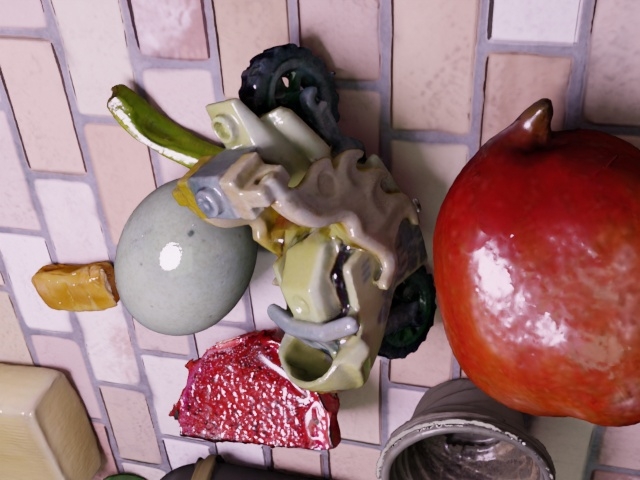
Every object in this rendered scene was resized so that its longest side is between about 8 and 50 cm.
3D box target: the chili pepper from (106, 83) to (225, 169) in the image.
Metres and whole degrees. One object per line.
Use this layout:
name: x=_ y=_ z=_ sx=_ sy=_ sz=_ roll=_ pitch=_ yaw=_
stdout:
chili pepper: x=-0.167 y=-0.119 z=0.874 sx=0.201 sy=0.052 sz=0.050 roll=26 pitch=163 yaw=-4

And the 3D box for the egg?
egg: x=-0.167 y=0.023 z=0.897 sx=0.169 sy=0.169 sz=0.237 roll=28 pitch=135 yaw=-4

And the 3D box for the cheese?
cheese: x=-0.548 y=0.329 z=1.256 sx=0.265 sy=0.124 sz=0.243 roll=3 pitch=121 yaw=17

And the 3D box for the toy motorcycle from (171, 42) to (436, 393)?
toy motorcycle: x=0.000 y=0.000 z=0.799 sx=0.168 sy=0.237 sz=0.410 roll=-2 pitch=125 yaw=45

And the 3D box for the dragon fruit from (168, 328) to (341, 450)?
dragon fruit: x=-0.082 y=0.220 z=1.032 sx=0.261 sy=0.163 sz=0.189 roll=-4 pitch=151 yaw=23

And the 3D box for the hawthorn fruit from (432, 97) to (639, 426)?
hawthorn fruit: x=0.246 y=0.039 z=0.727 sx=0.311 sy=0.295 sz=0.295 roll=36 pitch=126 yaw=-8

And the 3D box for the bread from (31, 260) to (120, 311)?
bread: x=-0.356 y=0.068 z=1.058 sx=0.132 sy=0.053 sz=0.074 roll=-1 pitch=123 yaw=20

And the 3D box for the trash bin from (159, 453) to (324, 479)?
trash bin: x=-0.134 y=0.464 z=1.171 sx=0.333 sy=0.214 sz=0.214 roll=3 pitch=125 yaw=9

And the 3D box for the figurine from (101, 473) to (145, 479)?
figurine: x=-0.388 y=0.540 z=1.364 sx=0.185 sy=0.127 sz=0.234 roll=34 pitch=117 yaw=-18

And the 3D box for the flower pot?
flower pot: x=0.200 y=0.281 z=0.983 sx=0.235 sy=0.141 sz=0.236 roll=8 pitch=127 yaw=10
